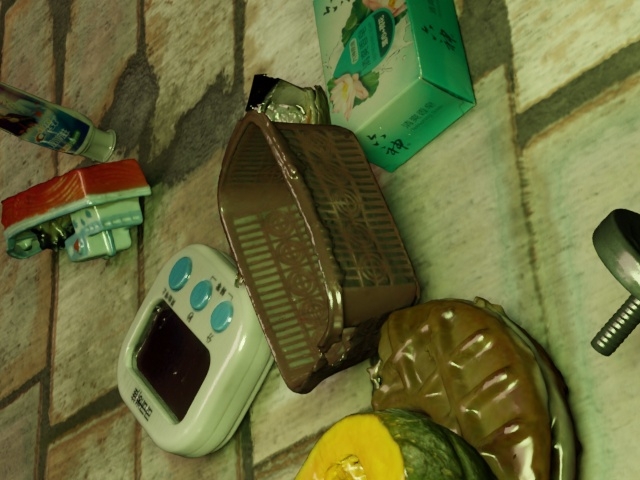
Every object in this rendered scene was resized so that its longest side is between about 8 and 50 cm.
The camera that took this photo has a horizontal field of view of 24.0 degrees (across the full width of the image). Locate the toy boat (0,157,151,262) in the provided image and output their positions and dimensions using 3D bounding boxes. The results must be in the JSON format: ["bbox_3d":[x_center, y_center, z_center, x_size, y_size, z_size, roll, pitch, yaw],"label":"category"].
[{"bbox_3d":[-0.383,-0.023,2.280,0.332,0.145,0.133,-16,89,50],"label":"toy boat"}]

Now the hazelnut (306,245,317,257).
[{"bbox_3d":[-0.009,0.034,1.787,0.086,0.086,0.086,-29,51,44],"label":"hazelnut"}]

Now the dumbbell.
[{"bbox_3d":[0.339,-0.024,1.276,0.325,0.143,0.143,-53,38,22],"label":"dumbbell"}]

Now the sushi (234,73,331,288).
[{"bbox_3d":[-0.037,-0.065,1.846,0.109,0.134,0.273,-3,56,20],"label":"sushi"}]

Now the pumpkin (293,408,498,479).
[{"bbox_3d":[0.041,0.281,1.339,0.280,0.139,0.190,-49,40,31],"label":"pumpkin"}]

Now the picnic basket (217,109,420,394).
[{"bbox_3d":[0.000,0.000,1.655,0.222,0.129,0.297,115,138,-55],"label":"picnic basket"}]

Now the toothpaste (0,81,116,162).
[{"bbox_3d":[-0.443,-0.189,2.321,0.096,0.266,0.061,-37,44,40],"label":"toothpaste"}]

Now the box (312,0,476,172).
[{"bbox_3d":[0.082,-0.224,1.773,0.153,0.092,0.245,-40,45,36],"label":"box"}]

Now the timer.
[{"bbox_3d":[-0.155,0.139,1.918,0.237,0.087,0.262,-63,35,9],"label":"timer"}]

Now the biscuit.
[{"bbox_3d":[0.133,0.230,1.457,0.268,0.115,0.366,-8,69,52],"label":"biscuit"}]
